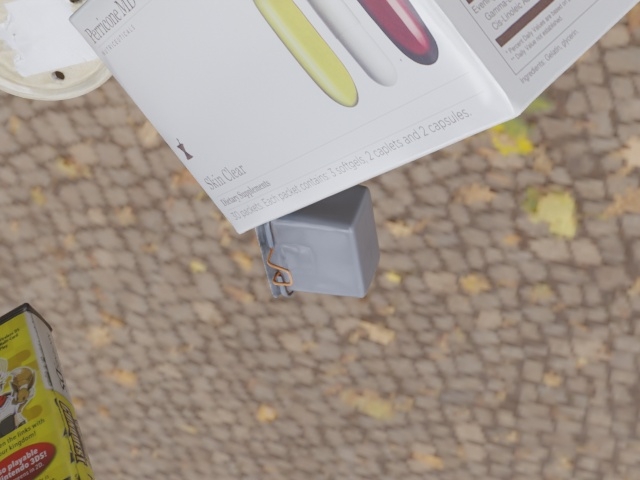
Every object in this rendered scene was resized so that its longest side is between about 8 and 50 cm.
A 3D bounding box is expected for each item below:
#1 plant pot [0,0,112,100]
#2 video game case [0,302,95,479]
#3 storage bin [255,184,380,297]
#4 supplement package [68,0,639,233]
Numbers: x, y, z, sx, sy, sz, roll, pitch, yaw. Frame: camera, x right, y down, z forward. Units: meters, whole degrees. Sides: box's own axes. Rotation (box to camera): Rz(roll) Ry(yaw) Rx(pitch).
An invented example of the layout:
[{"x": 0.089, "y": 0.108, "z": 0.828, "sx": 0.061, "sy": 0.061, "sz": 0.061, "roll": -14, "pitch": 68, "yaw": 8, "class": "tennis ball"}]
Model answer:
[{"x": -0.199, "y": -0.244, "z": 1.133, "sx": 0.257, "sy": 0.274, "sz": 0.256, "roll": 0, "pitch": 135, "yaw": 0, "class": "plant pot"}, {"x": -0.253, "y": 0.193, "z": 0.838, "sx": 0.275, "sy": 0.248, "sz": 0.035, "roll": -31, "pitch": 136, "yaw": 3, "class": "video game case"}, {"x": 0.000, "y": 0.000, "z": 1.356, "sx": 0.091, "sy": 0.098, "sz": 0.135, "roll": 9, "pitch": 142, "yaw": 18, "class": "storage bin"}, {"x": 0.037, "y": -0.138, "z": 0.674, "sx": 0.145, "sy": 0.204, "sz": 0.262, "roll": 52, "pitch": 153, "yaw": -9, "class": "supplement package"}]
